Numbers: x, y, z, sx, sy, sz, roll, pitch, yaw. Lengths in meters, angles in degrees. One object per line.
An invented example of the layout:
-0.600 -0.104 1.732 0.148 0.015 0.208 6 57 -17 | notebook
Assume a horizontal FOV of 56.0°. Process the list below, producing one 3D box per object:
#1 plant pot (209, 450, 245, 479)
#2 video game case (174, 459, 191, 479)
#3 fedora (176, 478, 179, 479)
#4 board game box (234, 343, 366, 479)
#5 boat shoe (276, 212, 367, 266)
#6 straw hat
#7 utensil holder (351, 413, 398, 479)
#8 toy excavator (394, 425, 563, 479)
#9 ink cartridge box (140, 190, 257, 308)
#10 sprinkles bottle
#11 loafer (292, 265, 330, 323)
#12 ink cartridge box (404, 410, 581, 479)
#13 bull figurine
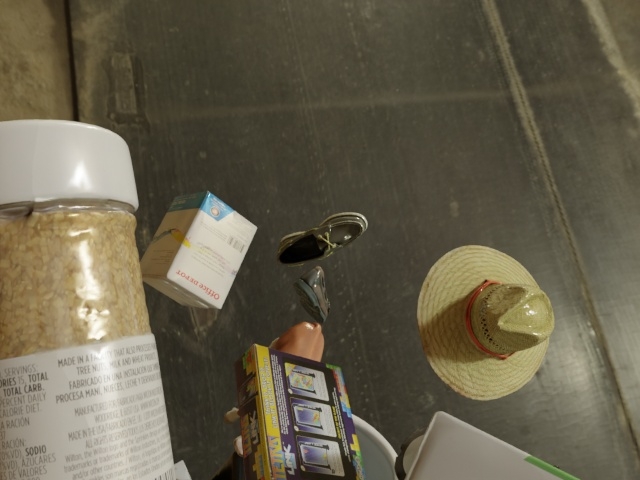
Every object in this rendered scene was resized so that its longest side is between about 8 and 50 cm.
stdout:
-0.107 0.519 1.127 0.188 0.187 0.167 17 47 -17 | plant pot
-0.255 0.622 1.267 0.061 0.270 0.244 -24 60 -21 | video game case
-0.213 0.354 0.738 0.194 0.194 0.079 25 88 -1 | fedora
-0.024 0.218 0.701 0.141 0.048 0.170 22 37 -32 | board game box
0.002 0.004 1.853 0.304 0.091 0.109 -20 113 21 | boat shoe
0.158 0.064 0.502 0.144 0.061 0.145 5 78 -24 | straw hat
-0.016 0.679 1.543 0.327 0.328 0.386 26 107 0 | utensil holder
0.107 0.496 0.806 0.432 0.222 0.445 7 49 38 | toy excavator
-0.305 0.027 1.476 0.171 0.168 0.233 39 63 -35 | ink cartridge box
-0.155 0.113 0.368 0.121 0.121 0.356 -9 84 -13 | sprinkles bottle
-0.007 0.154 1.665 0.096 0.268 0.084 38 75 21 | loafer
0.160 0.239 0.536 0.160 0.219 0.093 23 73 20 | ink cartridge box
-0.082 0.275 1.072 0.101 0.188 0.310 45 39 -12 | bull figurine
